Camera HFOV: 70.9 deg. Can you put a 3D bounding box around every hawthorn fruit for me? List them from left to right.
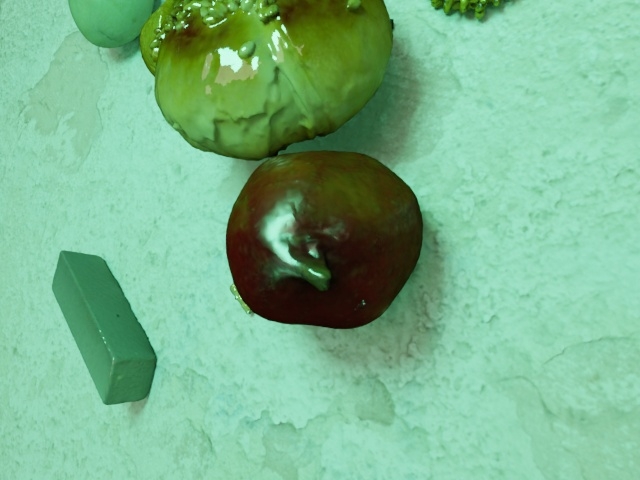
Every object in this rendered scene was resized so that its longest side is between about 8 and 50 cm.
[{"bbox_3d":[-0.005,0.000,0.663,0.294,0.311,0.295,13,111,35],"label":"hawthorn fruit"}]

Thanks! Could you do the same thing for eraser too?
[{"bbox_3d":[-0.459,0.174,0.951,0.077,0.111,0.352,-46,64,13],"label":"eraser"}]

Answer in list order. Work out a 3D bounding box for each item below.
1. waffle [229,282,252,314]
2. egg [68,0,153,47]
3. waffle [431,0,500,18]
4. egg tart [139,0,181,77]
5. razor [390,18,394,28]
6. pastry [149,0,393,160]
[{"bbox_3d":[-0.105,0.077,0.850,0.135,0.021,0.092,-47,64,10],"label":"waffle"},{"bbox_3d":[-0.508,-0.594,1.097,0.186,0.186,0.253,18,87,28],"label":"egg"},{"bbox_3d":[0.265,-0.479,0.765,0.193,0.070,0.197,-34,64,16],"label":"waffle"},{"bbox_3d":[-0.271,-0.410,0.942,0.170,0.215,0.215,12,84,38],"label":"egg tart"},{"bbox_3d":[0.054,-0.427,0.877,0.190,0.033,0.066,16,131,25],"label":"razor"},{"bbox_3d":[-0.084,-0.312,0.735,0.409,0.245,0.410,-13,39,11],"label":"pastry"}]
